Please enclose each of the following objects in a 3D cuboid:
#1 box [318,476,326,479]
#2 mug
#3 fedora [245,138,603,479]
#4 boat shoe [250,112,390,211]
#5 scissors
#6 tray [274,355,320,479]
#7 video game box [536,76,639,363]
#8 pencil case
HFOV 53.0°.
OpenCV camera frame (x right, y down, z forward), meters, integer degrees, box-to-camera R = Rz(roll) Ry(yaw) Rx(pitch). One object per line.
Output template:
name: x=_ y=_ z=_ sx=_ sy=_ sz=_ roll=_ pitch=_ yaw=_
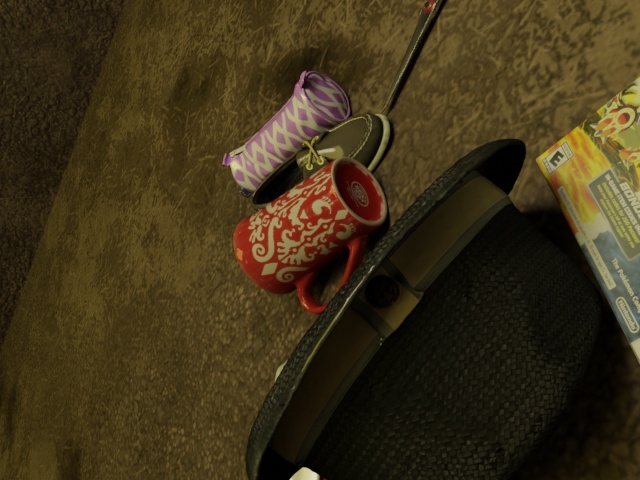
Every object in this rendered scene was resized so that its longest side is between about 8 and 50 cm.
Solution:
box: x=0.091 y=0.292 z=0.545 sx=0.293 sy=0.057 sz=0.200 roll=16 pitch=90 yaw=55
mug: x=0.002 y=-0.007 z=0.778 sx=0.169 sy=0.150 sz=0.113 roll=-35 pitch=14 yaw=37
fedora: x=0.101 y=0.092 z=0.489 sx=0.152 sy=0.334 sz=0.334 roll=38 pitch=111 yaw=18
boat shoe: x=-0.006 y=-0.091 z=0.826 sx=0.228 sy=0.069 sz=0.081 roll=-38 pitch=47 yaw=40
scissors: x=0.136 y=-0.297 z=0.764 sx=0.297 sy=0.021 sz=0.109 roll=-57 pitch=40 yaw=24
tray: x=-0.036 y=0.239 z=0.706 sx=0.145 sy=0.030 sz=0.270 roll=134 pitch=149 yaw=-58
video game box: x=0.269 y=-0.035 z=0.445 sx=0.187 sy=0.048 sz=0.205 roll=-42 pitch=46 yaw=34
pencil case: x=-0.050 y=-0.145 z=0.894 sx=0.206 sy=0.088 sz=0.086 roll=-37 pitch=29 yaw=39
